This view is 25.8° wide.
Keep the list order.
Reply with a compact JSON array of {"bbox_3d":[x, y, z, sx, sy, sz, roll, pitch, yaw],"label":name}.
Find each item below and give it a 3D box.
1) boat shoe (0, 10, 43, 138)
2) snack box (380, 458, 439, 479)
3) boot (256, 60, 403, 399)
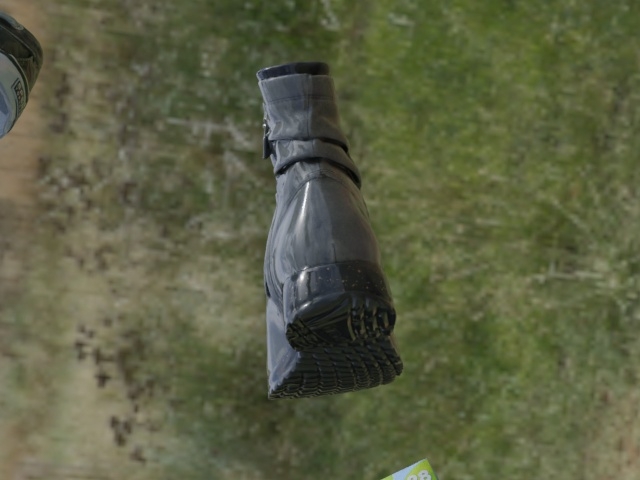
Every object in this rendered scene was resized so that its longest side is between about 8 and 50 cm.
[{"bbox_3d":[-0.351,-0.176,1.017,0.105,0.306,0.113,-78,9,-49],"label":"boat shoe"},{"bbox_3d":[0.025,0.285,1.040,0.070,0.207,0.174,66,180,-47],"label":"snack box"},{"bbox_3d":[0.000,0.000,0.852,0.246,0.083,0.161,99,163,-69],"label":"boot"}]
